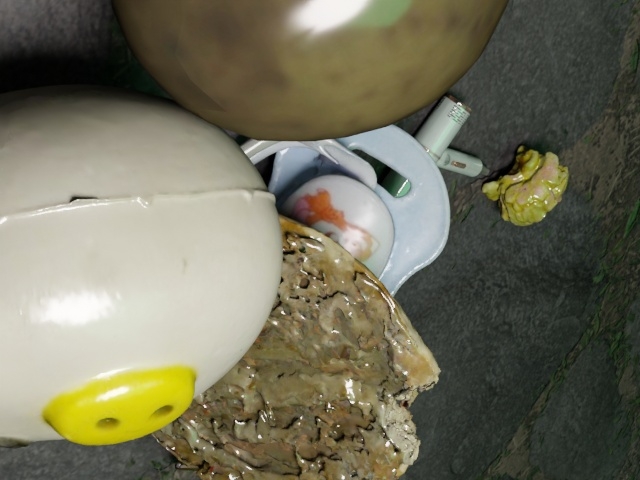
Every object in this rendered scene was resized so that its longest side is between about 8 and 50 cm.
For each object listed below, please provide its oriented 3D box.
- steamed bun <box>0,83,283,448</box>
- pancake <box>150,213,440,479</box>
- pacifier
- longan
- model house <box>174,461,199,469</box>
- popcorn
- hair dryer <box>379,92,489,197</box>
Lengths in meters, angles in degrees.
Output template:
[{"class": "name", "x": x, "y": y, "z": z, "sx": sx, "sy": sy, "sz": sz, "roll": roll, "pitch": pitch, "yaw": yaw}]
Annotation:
[{"class": "steamed bun", "x": -0.218, "y": 0.019, "z": 1.211, "sx": 0.373, "sy": 0.334, "sz": 0.334, "roll": -5, "pitch": 123, "yaw": -29}, {"class": "pancake", "x": -0.054, "y": 0.134, "z": 1.459, "sx": 0.071, "sy": 0.382, "sz": 0.382, "roll": -55, "pitch": 157, "yaw": -53}, {"class": "pacifier", "x": 0.000, "y": 0.000, "z": 1.564, "sx": 0.299, "sy": 0.244, "sz": 0.233, "roll": -55, "pitch": 173, "yaw": 0}, {"class": "longan", "x": -0.003, "y": -0.281, "z": 1.176, "sx": 0.404, "sy": 0.336, "sz": 0.405, "roll": -8, "pitch": 103, "yaw": -35}, {"class": "model house", "x": -0.049, "y": 0.218, "z": 1.703, "sx": 0.219, "sy": 0.207, "sz": 0.136, "roll": 14, "pitch": 72, "yaw": -49}, {"class": "popcorn", "x": 0.275, "y": -0.070, "z": 1.839, "sx": 0.089, "sy": 0.109, "sz": 0.097, "roll": 52, "pitch": 38, "yaw": -21}, {"class": "hair dryer", "x": 0.159, "y": -0.085, "z": 1.751, "sx": 0.155, "sy": 0.044, "sz": 0.183, "roll": -53, "pitch": 145, "yaw": 4}]
